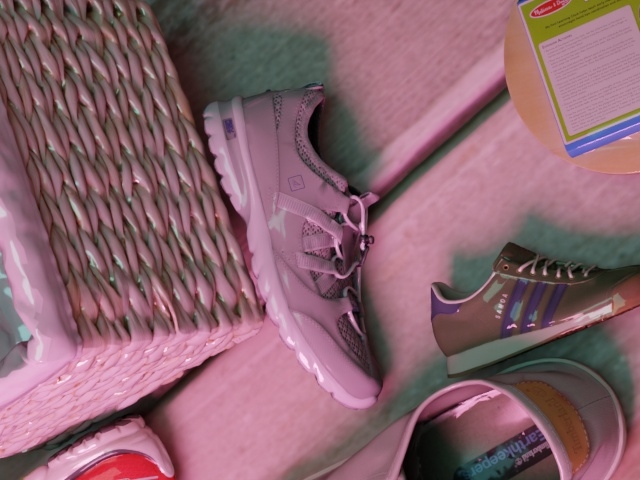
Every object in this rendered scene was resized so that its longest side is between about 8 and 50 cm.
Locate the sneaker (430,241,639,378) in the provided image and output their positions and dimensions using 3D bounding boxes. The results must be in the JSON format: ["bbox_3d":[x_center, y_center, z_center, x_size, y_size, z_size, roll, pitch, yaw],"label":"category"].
[{"bbox_3d":[0.169,0.038,1.503,0.192,0.064,0.086,-24,83,24],"label":"sneaker"}]

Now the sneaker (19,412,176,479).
[{"bbox_3d":[-0.238,0.263,1.653,0.279,0.107,0.118,-36,83,20],"label":"sneaker"}]

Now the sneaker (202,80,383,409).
[{"bbox_3d":[0.000,0.000,1.560,0.115,0.105,0.281,-22,86,5],"label":"sneaker"}]

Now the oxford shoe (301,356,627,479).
[{"bbox_3d":[0.040,0.241,1.518,0.449,0.130,0.169,-38,75,19],"label":"oxford shoe"}]

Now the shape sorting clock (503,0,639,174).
[{"bbox_3d":[0.240,-0.153,1.496,0.206,0.040,0.206,-1,88,27],"label":"shape sorting clock"}]

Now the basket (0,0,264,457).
[{"bbox_3d":[-0.275,-0.004,1.557,0.328,0.266,0.331,-31,75,36],"label":"basket"}]
